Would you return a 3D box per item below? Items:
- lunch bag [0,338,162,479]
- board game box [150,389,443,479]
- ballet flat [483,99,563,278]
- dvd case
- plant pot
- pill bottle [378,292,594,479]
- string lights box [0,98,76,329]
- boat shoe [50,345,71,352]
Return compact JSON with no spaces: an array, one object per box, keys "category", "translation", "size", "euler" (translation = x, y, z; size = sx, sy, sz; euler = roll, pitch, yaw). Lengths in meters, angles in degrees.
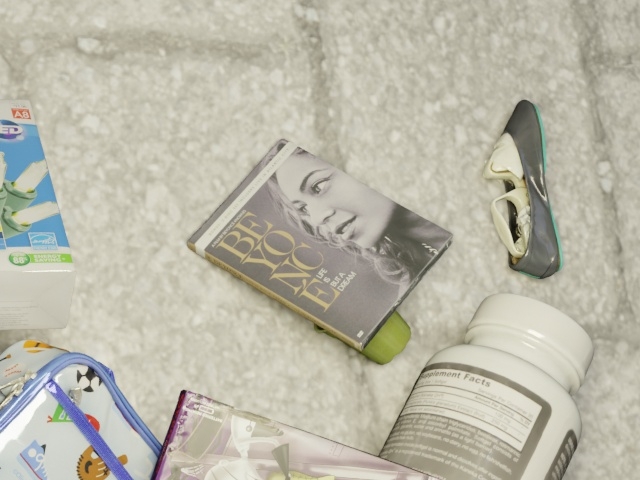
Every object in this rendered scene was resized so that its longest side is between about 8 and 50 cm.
[{"category":"lunch bag","translation":[-0.236,0.245,1.785],"size":[0.243,0.115,0.303],"euler":[-46,123,-24]},{"category":"board game box","translation":[0.003,0.288,1.783],"size":[0.347,0.056,0.208],"euler":[20,86,-9]},{"category":"ballet flat","translation":[0.216,-0.057,2.140],"size":[0.074,0.074,0.203],"euler":[-2,76,-21]},{"category":"dvd case","translation":[0.000,0.000,2.013],"size":[0.221,0.018,0.164],"euler":[30,62,22]},{"category":"plant pot","translation":[0.050,0.086,2.032],"size":[0.079,0.083,0.083],"euler":[41,63,-18]},{"category":"pill bottle","translation":[0.156,0.216,1.968],"size":[0.176,0.176,0.318],"euler":[33,65,-8]},{"category":"string lights box","translation":[-0.322,-0.028,1.857],"size":[0.133,0.076,0.259],"euler":[-1,41,-21]},{"category":"boat shoe","translation":[-0.362,0.180,1.826],"size":[0.307,0.104,0.110],"euler":[-33,87,-26]}]
